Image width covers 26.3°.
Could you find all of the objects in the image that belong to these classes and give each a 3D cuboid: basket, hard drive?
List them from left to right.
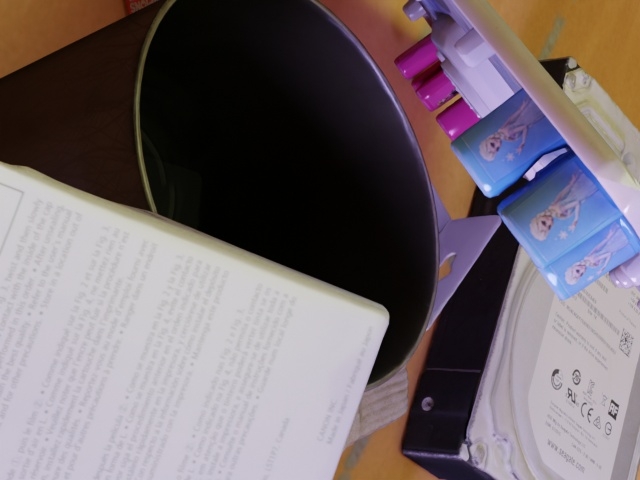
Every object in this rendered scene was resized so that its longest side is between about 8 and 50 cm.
[{"bbox_3d":[-0.089,-0.016,0.651,0.204,0.227,0.154,51,54,-33],"label":"basket"},{"bbox_3d":[0.195,0.058,1.085,0.237,0.064,0.339,40,59,-40],"label":"hard drive"}]

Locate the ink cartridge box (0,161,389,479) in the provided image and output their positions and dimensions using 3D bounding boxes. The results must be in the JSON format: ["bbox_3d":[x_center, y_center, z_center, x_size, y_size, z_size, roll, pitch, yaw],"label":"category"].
[{"bbox_3d":[-0.107,0.071,0.470,0.232,0.066,0.189,22,85,-23],"label":"ink cartridge box"}]

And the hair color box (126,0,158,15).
[{"bbox_3d":[-0.074,-0.188,0.806,0.093,0.053,0.167,-19,101,-48],"label":"hair color box"}]

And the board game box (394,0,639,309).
[{"bbox_3d":[0.092,-0.065,0.750,0.390,0.050,0.390,57,9,35],"label":"board game box"}]

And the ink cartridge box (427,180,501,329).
[{"bbox_3d":[0.000,0.000,0.782,0.104,0.180,0.060,-52,123,-36],"label":"ink cartridge box"}]

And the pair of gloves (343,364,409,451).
[{"bbox_3d":[0.003,0.177,0.880,0.204,0.042,0.240,-5,93,-48],"label":"pair of gloves"}]
